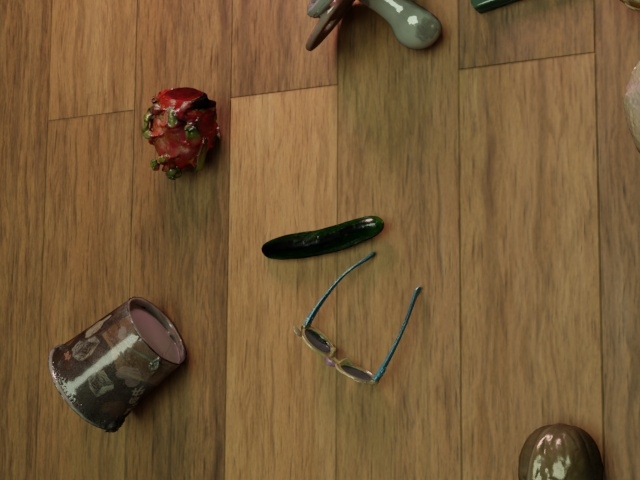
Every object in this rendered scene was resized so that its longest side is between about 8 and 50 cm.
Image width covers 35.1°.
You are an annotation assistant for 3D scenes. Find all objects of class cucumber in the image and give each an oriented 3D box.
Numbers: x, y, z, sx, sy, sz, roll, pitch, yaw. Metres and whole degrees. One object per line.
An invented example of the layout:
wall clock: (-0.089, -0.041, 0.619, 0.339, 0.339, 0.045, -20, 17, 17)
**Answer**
cucumber: (0.000, 0.000, 1.946, 0.284, 0.056, 0.056, -13, 79, 31)

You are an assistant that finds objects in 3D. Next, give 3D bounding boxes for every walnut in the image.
walnut: (0.391, 0.380, 1.653, 0.140, 0.140, 0.162, -5, 93, 27)

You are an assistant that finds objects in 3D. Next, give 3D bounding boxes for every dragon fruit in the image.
dragon fruit: (-0.282, -0.217, 2.060, 0.160, 0.166, 0.172, -5, 118, -10)

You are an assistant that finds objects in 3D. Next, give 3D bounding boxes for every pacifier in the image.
pacifier: (0.094, -0.470, 1.863, 0.332, 0.273, 0.220, -51, 38, 16)

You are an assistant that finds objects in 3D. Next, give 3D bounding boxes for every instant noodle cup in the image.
instant noodle cup: (-0.403, 0.241, 2.052, 0.207, 0.217, 0.217, -39, 68, 12)

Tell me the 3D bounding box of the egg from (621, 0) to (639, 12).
egg: (0.555, -0.455, 1.625, 0.233, 0.195, 0.195, 44, 105, 11)

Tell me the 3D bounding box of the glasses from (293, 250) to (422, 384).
glasses: (0.086, 0.150, 1.895, 0.190, 0.088, 0.220, 36, 82, 27)

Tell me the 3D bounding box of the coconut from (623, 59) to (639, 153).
coconut: (0.607, -0.194, 1.511, 0.297, 0.297, 0.254, 37, 58, 26)

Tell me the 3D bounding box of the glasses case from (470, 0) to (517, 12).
glasses case: (0.357, -0.474, 1.815, 0.184, 0.039, 0.077, -14, 78, 26)
